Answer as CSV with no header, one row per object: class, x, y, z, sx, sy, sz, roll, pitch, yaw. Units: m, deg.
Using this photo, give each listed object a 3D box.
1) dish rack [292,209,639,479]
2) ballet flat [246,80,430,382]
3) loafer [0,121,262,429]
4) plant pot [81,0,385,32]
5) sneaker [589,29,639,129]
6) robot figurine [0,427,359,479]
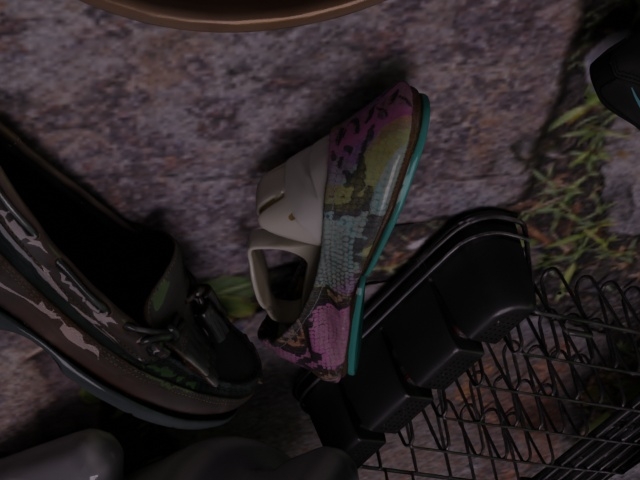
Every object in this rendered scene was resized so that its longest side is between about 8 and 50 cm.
dish rack,0.144,0.093,0.930,0.271,0.074,0.208,14,135,-35
ballet flat,0.000,0.000,0.767,0.079,0.077,0.221,11,139,-2
loafer,-0.111,0.022,0.733,0.084,0.096,0.267,-39,135,19
plant pot,-0.023,-0.193,0.474,0.237,0.110,0.237,-10,143,-8
sneaker,0.251,-0.070,0.763,0.106,0.101,0.267,-13,156,41
robot figurine,-0.108,0.253,0.914,0.353,0.200,0.300,-29,97,31
